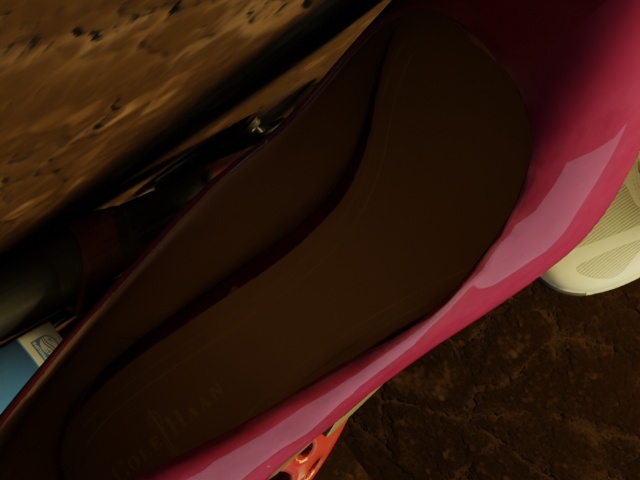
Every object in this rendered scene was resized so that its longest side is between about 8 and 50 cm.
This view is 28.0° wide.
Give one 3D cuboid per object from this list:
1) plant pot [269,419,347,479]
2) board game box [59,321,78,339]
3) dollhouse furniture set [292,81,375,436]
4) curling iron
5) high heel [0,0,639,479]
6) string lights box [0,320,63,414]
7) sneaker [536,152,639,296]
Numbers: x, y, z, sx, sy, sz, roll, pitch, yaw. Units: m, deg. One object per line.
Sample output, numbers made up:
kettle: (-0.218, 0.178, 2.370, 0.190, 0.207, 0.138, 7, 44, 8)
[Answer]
plant pot: (-0.094, 0.141, 0.922, 0.174, 0.191, 0.191, -63, 177, 3)
board game box: (-0.139, 0.117, 1.040, 0.210, 0.160, 0.047, -35, -139, -26)
dollhouse furniture set: (0.010, -0.030, 0.780, 0.212, 0.161, 0.242, -34, 156, -55)
curling iron: (-0.107, 0.014, 0.549, 0.274, 0.035, 0.068, -35, 178, -38)
high heel: (0.000, 0.000, 0.496, 0.181, 0.127, 0.377, -9, 138, -57)
string lights box: (-0.258, 0.153, 0.770, 0.133, 0.077, 0.260, -37, 178, 32)
sneaker: (0.340, -0.112, 1.048, 0.447, 0.169, 0.257, -42, 180, 10)
